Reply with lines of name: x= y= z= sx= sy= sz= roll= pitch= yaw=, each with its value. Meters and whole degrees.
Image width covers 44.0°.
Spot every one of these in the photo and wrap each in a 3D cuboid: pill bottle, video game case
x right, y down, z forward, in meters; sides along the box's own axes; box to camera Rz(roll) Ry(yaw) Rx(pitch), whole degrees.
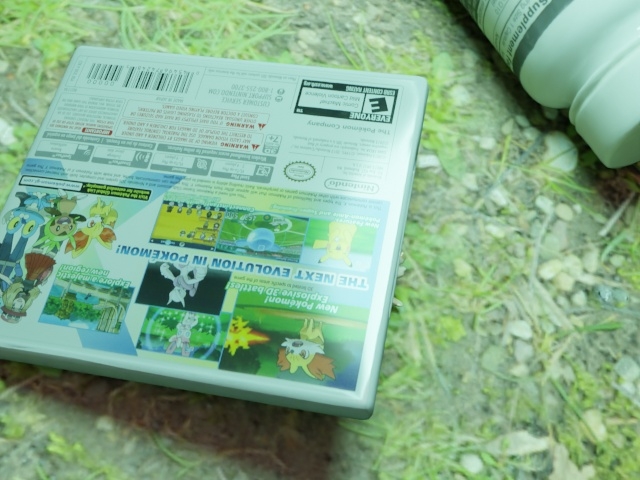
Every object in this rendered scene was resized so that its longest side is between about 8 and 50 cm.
pill bottle: x=0.247 y=-0.262 z=0.773 sx=0.204 sy=0.204 sz=0.361 roll=-24 pitch=70 yaw=-20
video game case: x=-0.095 y=-0.026 z=0.648 sx=0.329 sy=0.036 sz=0.299 roll=8 pitch=62 yaw=10

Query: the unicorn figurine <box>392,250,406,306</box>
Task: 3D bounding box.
unicorn figurine: x=0.000 y=0.000 z=0.679 sx=0.111 sy=0.060 sz=0.161 roll=-27 pitch=72 yaw=-18
